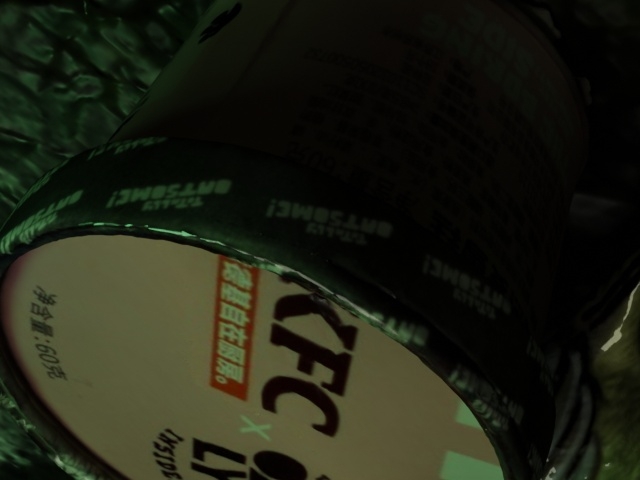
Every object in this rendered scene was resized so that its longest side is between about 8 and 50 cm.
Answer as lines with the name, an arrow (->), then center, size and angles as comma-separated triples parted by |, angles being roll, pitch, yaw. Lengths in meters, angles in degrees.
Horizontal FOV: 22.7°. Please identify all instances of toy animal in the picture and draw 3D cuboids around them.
toy animal -> 0.066, 0.050, 0.500 | 0.098, 0.098, 0.137 | 11, 127, 21

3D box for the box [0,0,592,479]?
box -> 0.000, 0.000, 0.436 | 0.151, 0.135, 0.151 | 15, 142, 12
